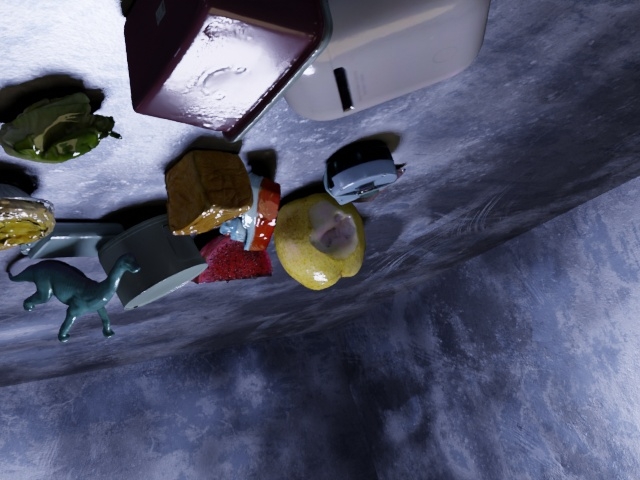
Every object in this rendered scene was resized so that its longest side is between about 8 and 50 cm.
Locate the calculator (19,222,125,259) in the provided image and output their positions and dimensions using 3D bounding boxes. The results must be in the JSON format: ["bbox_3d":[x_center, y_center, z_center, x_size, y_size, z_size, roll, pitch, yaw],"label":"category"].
[{"bbox_3d":[-0.577,0.000,1.582,0.246,0.045,0.141,-2,158,-45],"label":"calculator"}]

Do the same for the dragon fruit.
[{"bbox_3d":[-0.261,0.053,1.949,0.261,0.163,0.189,0,123,-38],"label":"dragon fruit"}]

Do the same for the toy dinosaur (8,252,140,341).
[{"bbox_3d":[-0.588,0.066,1.568,0.129,0.383,0.331,-44,161,-50],"label":"toy dinosaur"}]

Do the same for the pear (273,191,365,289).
[{"bbox_3d":[0.000,0.000,1.845,0.271,0.271,0.271,-16,165,-5],"label":"pear"}]

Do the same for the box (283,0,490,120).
[{"bbox_3d":[0.090,-0.317,1.045,0.348,0.141,0.289,-19,166,3],"label":"box"}]

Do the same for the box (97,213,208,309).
[{"bbox_3d":[-0.409,0.050,1.644,0.226,0.149,0.226,-29,175,-3],"label":"box"}]

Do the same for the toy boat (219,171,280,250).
[{"bbox_3d":[-0.175,-0.074,1.618,0.133,0.145,0.332,9,162,-8],"label":"toy boat"}]

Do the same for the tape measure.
[{"bbox_3d":[0.099,-0.161,1.665,0.182,0.107,0.181,-19,171,15],"label":"tape measure"}]

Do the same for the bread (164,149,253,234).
[{"bbox_3d":[-0.240,-0.101,1.432,0.149,0.143,0.158,-4,164,-40],"label":"bread"}]

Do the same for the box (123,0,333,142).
[{"bbox_3d":[-0.135,-0.276,0.876,0.167,0.193,0.294,4,155,-35],"label":"box"}]

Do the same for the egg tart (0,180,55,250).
[{"bbox_3d":[-0.627,-0.047,1.277,0.234,0.094,0.234,-17,167,-4],"label":"egg tart"}]

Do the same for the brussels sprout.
[{"bbox_3d":[-0.424,-0.172,1.085,0.181,0.101,0.139,-26,-174,-11],"label":"brussels sprout"}]

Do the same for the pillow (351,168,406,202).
[{"bbox_3d":[0.147,-0.148,1.873,0.118,0.043,0.185,-4,160,-33],"label":"pillow"}]
